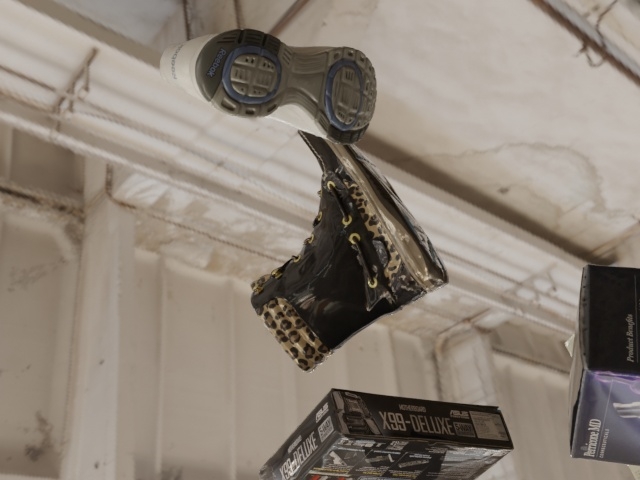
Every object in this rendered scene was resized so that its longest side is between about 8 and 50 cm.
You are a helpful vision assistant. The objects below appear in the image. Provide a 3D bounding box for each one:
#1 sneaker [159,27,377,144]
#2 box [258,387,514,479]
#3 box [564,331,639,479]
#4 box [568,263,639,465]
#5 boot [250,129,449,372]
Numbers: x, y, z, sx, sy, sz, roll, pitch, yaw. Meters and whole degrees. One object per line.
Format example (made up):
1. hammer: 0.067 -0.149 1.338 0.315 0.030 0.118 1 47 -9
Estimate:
1. sneaker: -0.047 -0.183 0.907 0.297 0.129 0.111 8 -81 -48
2. box: 0.097 0.331 1.204 0.307 0.242 0.076 11 -136 -27
3. box: 0.503 0.247 1.243 0.113 0.094 0.275 -15 -117 -16
4. box: 0.316 0.112 0.660 0.153 0.207 0.108 74 -156 -47
5. boot: 0.000 0.000 1.299 0.377 0.284 0.138 55 -165 23
